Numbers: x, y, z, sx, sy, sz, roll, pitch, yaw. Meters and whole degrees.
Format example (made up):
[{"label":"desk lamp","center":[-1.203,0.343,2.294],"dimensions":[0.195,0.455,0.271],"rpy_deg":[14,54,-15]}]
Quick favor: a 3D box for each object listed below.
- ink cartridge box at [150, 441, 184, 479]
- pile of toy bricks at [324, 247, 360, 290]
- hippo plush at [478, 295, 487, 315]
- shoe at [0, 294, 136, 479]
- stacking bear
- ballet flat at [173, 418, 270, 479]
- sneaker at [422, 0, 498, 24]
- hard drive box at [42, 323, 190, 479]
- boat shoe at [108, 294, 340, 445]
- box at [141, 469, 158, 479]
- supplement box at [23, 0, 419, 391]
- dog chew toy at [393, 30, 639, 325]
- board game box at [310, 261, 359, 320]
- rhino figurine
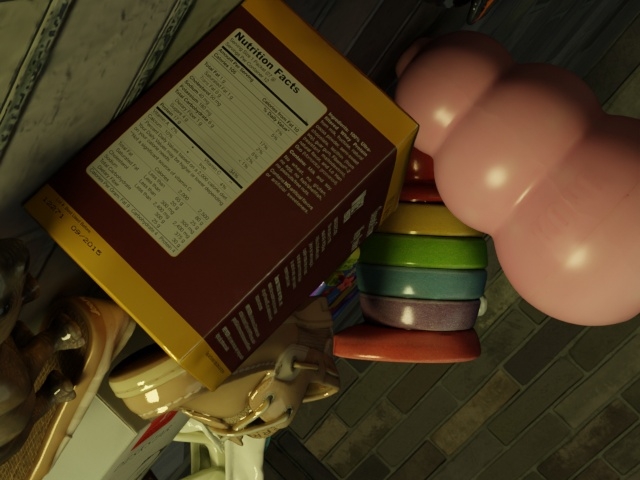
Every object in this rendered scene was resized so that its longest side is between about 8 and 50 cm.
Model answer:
[{"label":"ink cartridge box","center":[-0.258,0.280,1.342],"dimensions":[0.181,0.056,0.224],"rpy_deg":[-39,150,-38]},{"label":"pile of toy bricks","center":[0.000,0.000,0.981],"dimensions":[0.118,0.105,0.212],"rpy_deg":[-1,136,-51]},{"label":"hippo plush","center":[0.184,0.042,1.667],"dimensions":[0.234,0.236,0.294],"rpy_deg":[-50,171,19]},{"label":"shoe","center":[-0.209,0.128,0.758],"dimensions":[0.219,0.076,0.058],"rpy_deg":[-52,164,21]},{"label":"stacking bear","center":[0.113,-0.013,1.159],"dimensions":[0.175,0.164,0.289],"rpy_deg":[-2,95,-69]},{"label":"ballet flat","center":[-0.121,0.248,1.105],"dimensions":[0.139,0.400,0.139],"rpy_deg":[-2,170,0]},{"label":"sneaker","center":[0.111,-0.216,0.586],"dimensions":[0.180,0.124,0.321],"rpy_deg":[-50,170,16]},{"label":"hard drive box","center":[-0.210,0.187,0.974],"dimensions":[0.232,0.089,0.181],"rpy_deg":[-52,170,30]},{"label":"boat shoe","center":[-0.057,0.119,0.878],"dimensions":[0.122,0.110,0.341],"rpy_deg":[-21,174,22]},{"label":"box","center":[-0.279,0.382,1.169],"dimensions":[0.203,0.168,0.167],"rpy_deg":[-49,159,22]},{"label":"supplement box","center":[-0.054,-0.022,0.652],"dimensions":[0.194,0.129,0.191],"rpy_deg":[-45,171,-9]},{"label":"dog chew toy","center":[0.206,-0.075,0.965],"dimensions":[0.206,0.332,0.206],"rpy_deg":[-45,172,-9]},{"label":"board game box","center":[-0.007,0.053,1.350],"dimensions":[0.233,0.078,0.347],"rpy_deg":[-50,170,22]},{"label":"rhino figurine","center":[-0.197,0.071,0.583],"dimensions":[0.106,0.073,0.243],"rpy_deg":[-45,170,-30]}]
